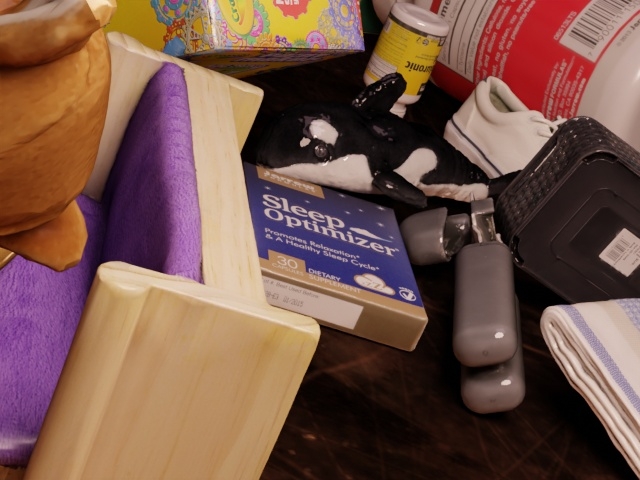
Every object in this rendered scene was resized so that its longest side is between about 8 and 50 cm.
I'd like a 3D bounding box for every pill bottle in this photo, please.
[{"bbox_3d":[0.250,-0.228,1.640,0.229,0.229,0.408,-1,30,-45],"label":"pill bottle"},{"bbox_3d":[0.083,-0.181,1.529,0.065,0.116,0.065,20,23,-9],"label":"pill bottle"}]

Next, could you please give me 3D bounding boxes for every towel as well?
[{"bbox_3d":[0.303,0.127,1.109,0.285,0.034,0.209,0,47,-43],"label":"towel"}]

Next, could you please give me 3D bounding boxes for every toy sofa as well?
[{"bbox_3d":[-0.124,0.005,0.881,0.177,0.150,0.362,18,23,-16],"label":"toy sofa"}]

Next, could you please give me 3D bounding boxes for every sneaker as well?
[{"bbox_3d":[0.212,-0.079,1.459,0.094,0.091,0.258,3,30,-39],"label":"sneaker"}]

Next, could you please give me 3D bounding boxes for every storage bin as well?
[{"bbox_3d":[0.250,-0.003,1.245,0.180,0.122,0.084,34,20,-17],"label":"storage bin"}]

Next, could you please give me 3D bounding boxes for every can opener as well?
[{"bbox_3d":[0.105,0.043,1.150,0.095,0.076,0.283,-8,22,9],"label":"can opener"}]

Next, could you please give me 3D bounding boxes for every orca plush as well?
[{"bbox_3d":[0.074,-0.093,1.313,0.287,0.102,0.151,11,13,-26],"label":"orca plush"}]

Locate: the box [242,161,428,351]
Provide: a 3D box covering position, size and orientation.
[{"bbox_3d":[0.000,0.000,1.160,0.136,0.036,0.225,17,22,-14],"label":"box"}]

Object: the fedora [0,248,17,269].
[{"bbox_3d":[-0.238,-0.021,0.806,0.194,0.079,0.194,-17,31,10],"label":"fedora"}]

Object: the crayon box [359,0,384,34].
[{"bbox_3d":[0.007,-0.478,1.859,0.106,0.313,0.363,-3,34,-47],"label":"crayon box"}]

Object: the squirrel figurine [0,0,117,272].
[{"bbox_3d":[-0.258,-0.010,0.594,0.370,0.281,0.397,-3,49,-21],"label":"squirrel figurine"}]

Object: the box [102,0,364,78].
[{"bbox_3d":[-0.141,-0.266,1.147,0.279,0.290,0.177,-6,1,39],"label":"box"}]
